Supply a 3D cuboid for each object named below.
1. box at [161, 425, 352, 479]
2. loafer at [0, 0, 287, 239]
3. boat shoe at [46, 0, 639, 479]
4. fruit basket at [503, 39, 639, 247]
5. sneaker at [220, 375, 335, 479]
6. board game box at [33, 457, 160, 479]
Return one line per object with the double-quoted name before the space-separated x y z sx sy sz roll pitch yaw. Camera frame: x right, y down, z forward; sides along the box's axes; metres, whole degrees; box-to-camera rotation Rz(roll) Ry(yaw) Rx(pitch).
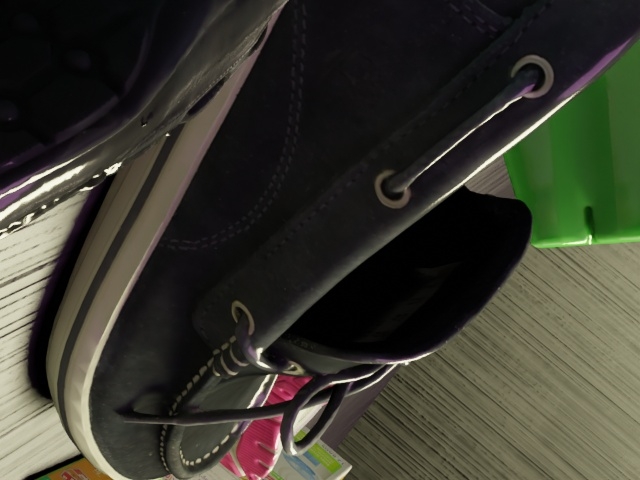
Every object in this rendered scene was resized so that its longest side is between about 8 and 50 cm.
"box" -0.070 0.218 1.470 0.103 0.114 0.203 -53 170 15
"loafer" -0.068 -0.047 0.479 0.223 0.076 0.078 -47 164 -43
"boat shoe" 0.000 0.000 0.780 0.187 0.156 0.500 -46 172 -38
"fruit basket" 0.236 -0.182 1.111 0.392 0.283 0.392 -4 90 -79
"sneaker" -0.012 0.061 1.190 0.111 0.103 0.252 -48 178 -42
"board game box" -0.168 0.190 1.132 0.124 0.039 0.259 -51 174 10
